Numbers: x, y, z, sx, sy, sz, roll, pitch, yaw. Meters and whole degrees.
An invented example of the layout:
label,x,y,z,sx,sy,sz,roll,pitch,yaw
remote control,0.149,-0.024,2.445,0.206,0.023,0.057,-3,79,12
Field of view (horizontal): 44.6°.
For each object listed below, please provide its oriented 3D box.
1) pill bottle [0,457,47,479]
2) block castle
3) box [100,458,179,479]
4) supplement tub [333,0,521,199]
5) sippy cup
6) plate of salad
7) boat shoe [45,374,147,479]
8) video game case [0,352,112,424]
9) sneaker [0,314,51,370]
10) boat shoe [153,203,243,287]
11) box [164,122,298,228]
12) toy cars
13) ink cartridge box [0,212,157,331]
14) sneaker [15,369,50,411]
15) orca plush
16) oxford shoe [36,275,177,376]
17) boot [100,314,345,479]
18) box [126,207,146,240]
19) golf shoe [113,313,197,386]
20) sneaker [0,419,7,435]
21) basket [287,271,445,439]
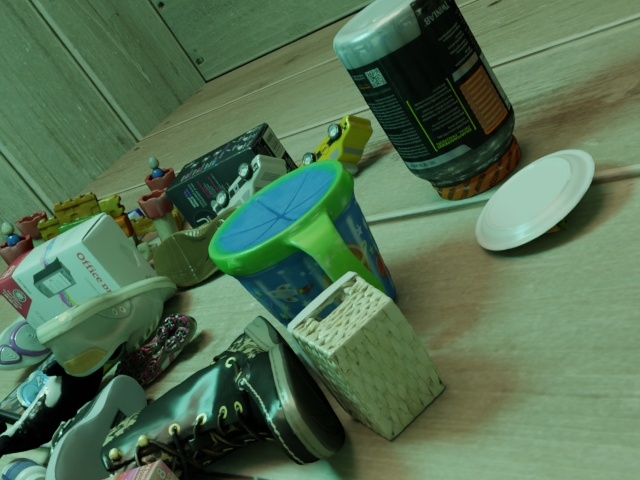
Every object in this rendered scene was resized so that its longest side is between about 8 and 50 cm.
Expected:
label,x,y,z,sx,sy,sz,roll,pitch,yaw
pill bottle,-0.479,0.401,1.285,0.120,0.067,0.067,-4,37,53
block castle,-0.591,-0.046,2.049,0.453,0.213,0.303,-19,21,-1
box,-0.231,0.403,0.822,0.154,0.142,0.300,-24,24,23
supplement tub,0.189,-0.247,1.309,0.207,0.338,0.207,-29,22,13
sippy cup,-0.009,0.036,1.159,0.240,0.224,0.305,-25,24,22
plate of salad,0.311,-0.054,1.128,0.200,0.048,0.200,-39,20,17
boat shoe,-0.372,0.324,1.235,0.105,0.113,0.306,-36,18,15
video game case,-0.555,0.294,1.662,0.275,0.035,0.248,-6,35,50
sneaker,-0.722,0.239,1.944,0.152,0.114,0.305,-31,12,27
boat shoe,-0.226,0.011,1.712,0.342,0.123,0.123,-29,-9,35
box,-0.210,-0.140,1.895,0.270,0.165,0.143,-23,25,27
toy cars,-0.052,-0.139,1.705,0.394,0.176,0.087,-25,63,-4
ink cartridge box,-0.566,0.100,1.824,0.306,0.226,0.131,-23,25,28
sneaker,-0.538,0.286,1.518,0.073,0.063,0.162,-29,20,3
orca plush,-0.468,0.305,1.421,0.102,0.151,0.287,15,16,14
oxford shoe,-0.395,0.166,1.533,0.169,0.130,0.449,-31,0,12
boot,-0.136,0.248,1.014,0.284,0.138,0.377,-36,18,-5
box,-0.591,-0.016,2.312,0.126,0.072,0.137,-22,26,31
golf shoe,-0.300,0.213,1.447,0.186,0.067,0.086,-42,-13,0
sneaker,-0.707,0.400,1.617,0.132,0.086,0.228,-31,31,-4
basket,0.059,0.140,0.933,0.113,0.167,0.103,-41,29,-15
